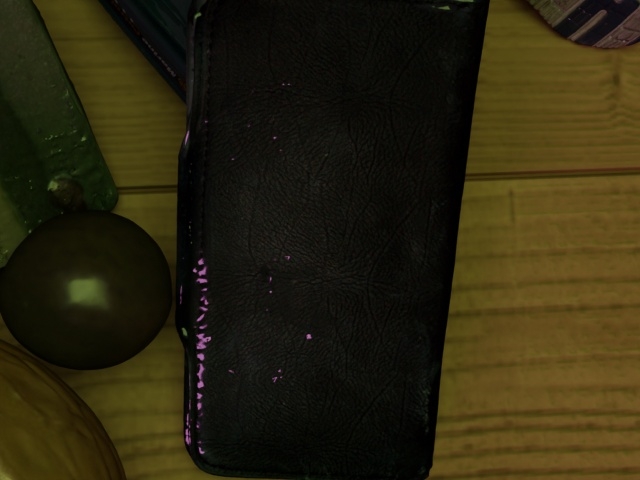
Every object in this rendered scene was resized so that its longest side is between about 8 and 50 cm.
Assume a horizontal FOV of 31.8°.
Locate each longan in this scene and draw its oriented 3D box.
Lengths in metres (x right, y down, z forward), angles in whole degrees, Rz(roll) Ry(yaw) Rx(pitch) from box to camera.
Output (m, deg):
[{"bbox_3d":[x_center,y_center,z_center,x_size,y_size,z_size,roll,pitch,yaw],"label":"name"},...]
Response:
[{"bbox_3d":[-0.149,0.029,0.681,0.119,0.106,0.106,2,82,0],"label":"longan"}]

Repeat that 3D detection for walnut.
[{"bbox_3d":[-0.210,0.134,0.633,0.197,0.165,0.165,33,79,6],"label":"walnut"}]

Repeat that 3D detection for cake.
[{"bbox_3d":[-0.241,-0.114,0.658,0.158,0.172,0.283,-29,89,-8],"label":"cake"}]

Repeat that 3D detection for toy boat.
[{"bbox_3d":[-0.104,-0.178,0.729,0.093,0.103,0.246,-37,79,-16],"label":"toy boat"}]

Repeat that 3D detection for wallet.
[{"bbox_3d":[0.000,0.000,0.675,0.173,0.045,0.317,2,110,-3],"label":"wallet"}]

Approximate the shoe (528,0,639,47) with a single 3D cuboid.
[{"bbox_3d":[0.178,-0.191,0.782,0.143,0.064,0.071,36,61,-7],"label":"shoe"}]
